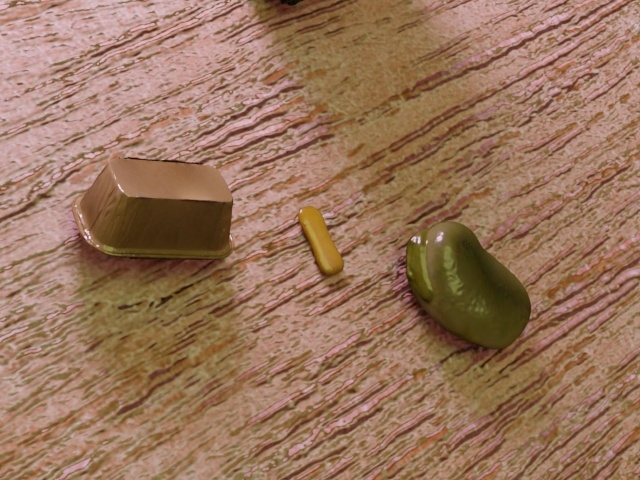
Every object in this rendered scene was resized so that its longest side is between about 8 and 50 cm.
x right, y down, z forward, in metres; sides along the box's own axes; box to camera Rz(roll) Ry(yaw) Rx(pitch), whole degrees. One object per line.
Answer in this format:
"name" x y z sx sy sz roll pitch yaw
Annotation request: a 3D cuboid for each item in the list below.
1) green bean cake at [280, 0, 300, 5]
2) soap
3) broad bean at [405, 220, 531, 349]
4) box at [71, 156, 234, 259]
"green bean cake" 0.009 -0.438 1.530 0.132 0.241 0.255 30 57 -13
"soap" 0.000 0.000 1.454 0.034 0.012 0.089 -15 75 -32
"broad bean" 0.172 0.053 1.474 0.174 0.082 0.124 44 53 0
"box" -0.173 -0.026 1.334 0.177 0.111 0.111 2 66 -31
